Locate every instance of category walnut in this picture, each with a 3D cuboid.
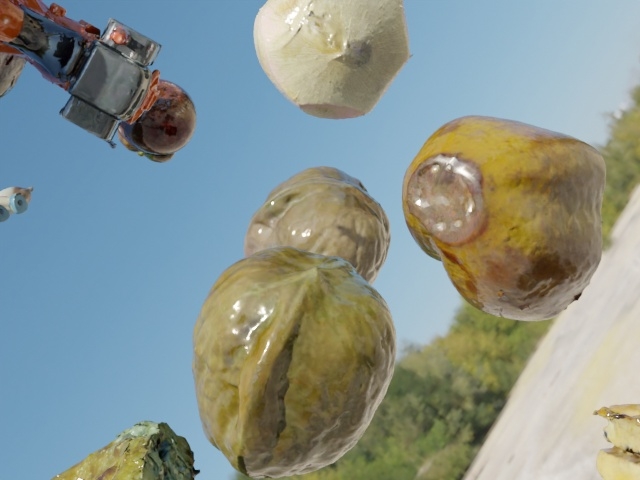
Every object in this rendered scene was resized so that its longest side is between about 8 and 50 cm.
[{"bbox_3d":[-0.036,0.146,1.099,0.283,0.227,0.283,-54,-21,-32],"label":"walnut"},{"bbox_3d":[-0.002,-0.001,1.573,0.248,0.248,0.248,-53,-14,-19],"label":"walnut"}]

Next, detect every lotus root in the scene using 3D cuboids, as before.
[{"bbox_3d":[0.156,-0.021,0.922,0.180,0.188,0.199,0,-86,-55],"label":"lotus root"}]

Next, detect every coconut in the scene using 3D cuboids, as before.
[{"bbox_3d":[0.020,-0.288,1.370,0.227,0.227,0.230,-58,20,4],"label":"coconut"}]

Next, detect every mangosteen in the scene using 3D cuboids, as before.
[{"bbox_3d":[-0.306,-0.207,1.792,0.146,0.156,0.181,-114,35,-50],"label":"mangosteen"}]

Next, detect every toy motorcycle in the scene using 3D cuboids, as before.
[{"bbox_3d":[-0.314,-0.223,0.983,0.148,0.325,0.221,-60,13,7],"label":"toy motorcycle"}]

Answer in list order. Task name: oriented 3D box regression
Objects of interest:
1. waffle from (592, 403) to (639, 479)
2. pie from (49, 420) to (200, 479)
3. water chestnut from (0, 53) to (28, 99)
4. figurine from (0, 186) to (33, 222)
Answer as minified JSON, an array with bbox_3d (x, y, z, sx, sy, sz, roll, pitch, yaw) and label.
[{"bbox_3d":[0.412,0.201,0.828,0.308,0.213,0.091,178,93,-66],"label":"waffle"},{"bbox_3d":[-0.248,0.293,0.860,0.288,0.103,0.355,-30,18,11],"label":"pie"},{"bbox_3d":[-0.596,-0.357,1.399,0.335,0.347,0.335,-18,-34,-13],"label":"water chestnut"},{"bbox_3d":[-0.548,-0.050,1.517,0.260,0.103,0.205,-11,30,41],"label":"figurine"}]
